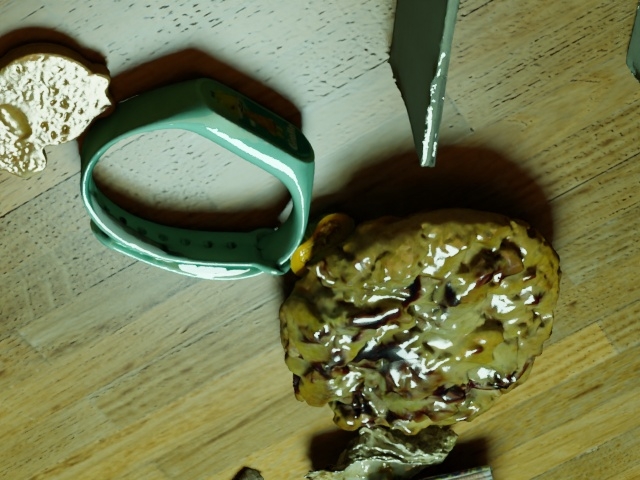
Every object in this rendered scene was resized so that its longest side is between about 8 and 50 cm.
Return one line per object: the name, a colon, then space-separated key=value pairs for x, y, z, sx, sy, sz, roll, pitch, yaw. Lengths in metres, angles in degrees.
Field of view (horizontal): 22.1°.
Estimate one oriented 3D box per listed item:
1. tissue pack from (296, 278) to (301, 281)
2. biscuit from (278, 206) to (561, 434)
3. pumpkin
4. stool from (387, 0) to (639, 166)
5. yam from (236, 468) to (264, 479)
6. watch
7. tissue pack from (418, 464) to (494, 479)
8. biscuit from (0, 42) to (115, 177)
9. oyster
tissue pack: x=0.053 y=0.035 z=1.667 sx=0.138 sy=0.028 sz=0.085 roll=-26 pitch=133 yaw=15
biscuit: x=0.102 y=0.097 z=1.669 sx=0.289 sy=0.081 sz=0.334 roll=-5 pitch=138 yaw=-9
pumpkin: x=-0.001 y=-0.001 z=1.626 sx=0.083 sy=0.028 sz=0.050 roll=-46 pitch=132 yaw=15
stool: x=0.203 y=-0.218 z=1.393 sx=0.243 sy=0.170 sz=0.270 roll=-1 pitch=130 yaw=-10
yam: x=-0.113 y=0.317 z=1.871 sx=0.032 sy=0.032 sz=0.145 roll=22 pitch=121 yaw=-27
watch: x=-0.109 y=-0.049 z=1.538 sx=0.237 sy=0.068 sz=0.195 roll=26 pitch=121 yaw=-28
tissue pack: x=0.130 y=0.310 z=1.874 sx=0.148 sy=0.060 sz=0.109 roll=-12 pitch=158 yaw=-2
biscuit: x=-0.281 y=-0.117 z=1.473 sx=0.184 sy=0.027 sz=0.133 roll=-39 pitch=126 yaw=18
oyster: x=0.069 y=0.244 z=1.830 sx=0.177 sy=0.056 sz=0.105 roll=-19 pitch=144 yaw=8
